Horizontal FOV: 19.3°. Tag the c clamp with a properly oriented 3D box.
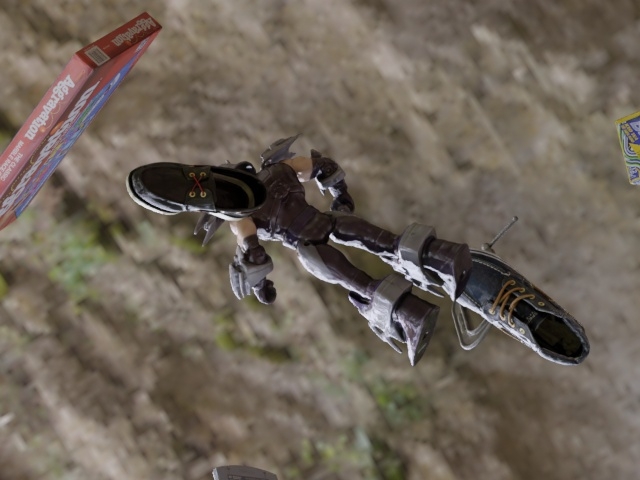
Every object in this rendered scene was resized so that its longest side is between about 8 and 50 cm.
[{"bbox_3d":[0.204,0.057,2.325,0.022,0.137,0.160,30,-153,-20],"label":"c clamp"}]

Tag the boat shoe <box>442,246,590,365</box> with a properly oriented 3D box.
[{"bbox_3d":[0.205,0.066,1.974,0.183,0.065,0.083,32,-176,-3],"label":"boat shoe"}]

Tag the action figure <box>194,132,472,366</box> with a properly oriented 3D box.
[{"bbox_3d":[0.000,0.000,1.845,0.285,0.185,0.099,30,154,18],"label":"action figure"}]

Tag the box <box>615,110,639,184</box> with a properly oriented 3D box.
[{"bbox_3d":[0.323,-0.078,1.607,0.169,0.054,0.059,3,-110,-49],"label":"box"}]

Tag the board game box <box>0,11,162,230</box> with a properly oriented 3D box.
[{"bbox_3d":[-0.265,-0.096,1.815,0.027,0.281,0.145,43,-149,2],"label":"board game box"}]

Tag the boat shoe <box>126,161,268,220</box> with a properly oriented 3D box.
[{"bbox_3d":[-0.107,-0.047,1.643,0.133,0.042,0.049,9,-113,-35],"label":"boat shoe"}]

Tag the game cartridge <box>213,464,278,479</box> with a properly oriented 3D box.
[{"bbox_3d":[-0.087,0.293,2.239,0.083,0.017,0.056,11,-138,-28],"label":"game cartridge"}]
